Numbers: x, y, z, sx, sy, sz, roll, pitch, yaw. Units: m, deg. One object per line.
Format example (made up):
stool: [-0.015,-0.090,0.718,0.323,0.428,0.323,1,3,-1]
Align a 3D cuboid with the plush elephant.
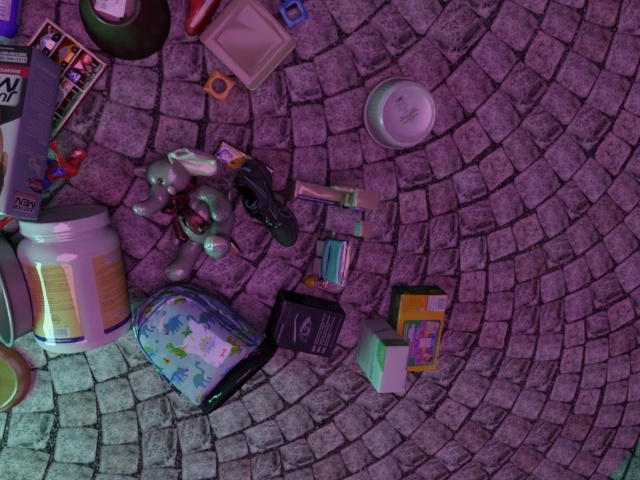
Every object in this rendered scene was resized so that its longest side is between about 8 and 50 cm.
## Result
plush elephant: [-0.356,-0.104,1.307,0.255,0.271,0.330,34,56,-28]

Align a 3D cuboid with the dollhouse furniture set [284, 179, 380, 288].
dollhouse furniture set: [0.000,0.000,1.416,0.198,0.286,0.304,8,92,-16]

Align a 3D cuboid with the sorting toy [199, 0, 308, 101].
sorting toy: [-0.192,-0.527,1.349,0.196,0.047,0.348,43,91,-16]

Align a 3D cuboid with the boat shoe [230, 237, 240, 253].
boat shoe: [-0.290,-0.006,1.470,0.045,0.050,0.135,-43,101,4]

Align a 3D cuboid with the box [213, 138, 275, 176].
box: [-0.213,-0.216,1.422,0.168,0.059,0.054,28,99,-19]

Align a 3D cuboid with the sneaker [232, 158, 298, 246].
sneaker: [-0.153,-0.081,1.366,0.101,0.106,0.267,-12,119,34]

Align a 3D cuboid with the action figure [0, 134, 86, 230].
action figure: [-0.714,-0.166,1.252,0.280,0.091,0.139,-43,140,-23]

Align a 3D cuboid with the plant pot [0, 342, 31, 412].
plant pot: [-0.944,0.393,1.423,0.236,0.032,0.237,-4,106,-14]

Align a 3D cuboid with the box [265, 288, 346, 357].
box: [-0.048,0.255,1.570,0.207,0.108,0.153,17,101,-17]

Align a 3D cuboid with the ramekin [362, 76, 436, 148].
ramekin: [0.234,-0.364,1.468,0.207,0.109,0.207,-4,106,-13]

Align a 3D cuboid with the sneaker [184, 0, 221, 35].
sneaker: [-0.313,-0.636,1.279,0.128,0.087,0.221,31,84,-11]

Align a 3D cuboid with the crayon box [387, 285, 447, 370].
crayon box: [0.310,0.293,1.685,0.165,0.081,0.279,2,105,-14]

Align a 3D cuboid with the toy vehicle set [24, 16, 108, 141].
toy vehicle set: [-0.679,-0.388,1.268,0.166,0.035,0.267,37,94,-20]

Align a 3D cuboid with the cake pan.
cake pan: [-0.793,0.118,1.271,0.054,0.293,0.294,-18,112,-42]

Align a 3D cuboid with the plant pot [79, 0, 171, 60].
plant pot: [-0.463,-0.537,1.178,0.215,0.230,0.216,-4,106,-13]

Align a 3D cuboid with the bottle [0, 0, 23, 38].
bottle: [-0.739,-0.618,1.158,0.118,0.092,0.283,10,102,-17]

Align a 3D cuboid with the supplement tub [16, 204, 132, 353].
supplement tub: [-0.628,0.091,1.307,0.240,0.241,0.332,-6,106,-13]

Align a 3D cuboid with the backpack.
backpack: [-0.348,0.279,1.428,0.290,0.273,0.355,-43,80,3]

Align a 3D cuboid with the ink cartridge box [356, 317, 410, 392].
ink cartridge box: [0.192,0.356,1.605,0.093,0.212,0.155,1,104,-18]

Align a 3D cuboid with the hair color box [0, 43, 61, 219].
hair color box: [-0.730,-0.244,1.151,0.185,0.113,0.375,6,86,5]
